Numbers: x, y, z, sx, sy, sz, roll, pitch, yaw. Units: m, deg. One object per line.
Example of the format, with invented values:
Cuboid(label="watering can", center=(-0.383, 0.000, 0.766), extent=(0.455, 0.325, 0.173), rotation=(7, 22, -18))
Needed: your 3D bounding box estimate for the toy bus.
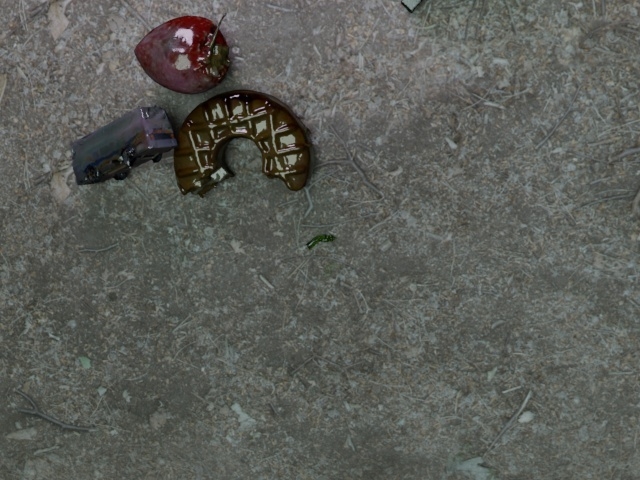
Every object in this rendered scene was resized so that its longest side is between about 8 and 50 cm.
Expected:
Cuboid(label="toy bus", center=(-0.516, -0.238, 1.730), extent=(0.317, 0.112, 0.137), rotation=(-16, 91, 32))

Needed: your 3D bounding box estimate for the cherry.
Cuboid(label="cherry", center=(-0.344, -0.458, 1.659), extent=(0.250, 0.175, 0.192), rotation=(5, 95, 9))

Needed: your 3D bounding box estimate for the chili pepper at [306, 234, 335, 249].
Cuboid(label="chili pepper", center=(0.000, 0.000, 1.793), extent=(0.083, 0.022, 0.027), rotation=(-19, 66, 13))

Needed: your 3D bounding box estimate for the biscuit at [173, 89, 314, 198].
Cuboid(label="biscuit", center=(-0.200, -0.249, 1.717), extent=(0.367, 0.115, 0.268), rotation=(-6, 103, 9))

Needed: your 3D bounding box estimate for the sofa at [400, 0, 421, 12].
Cuboid(label="sofa", center=(0.243, -0.598, 1.592), extent=(0.039, 0.060, 0.118), rotation=(40, 105, -8))
